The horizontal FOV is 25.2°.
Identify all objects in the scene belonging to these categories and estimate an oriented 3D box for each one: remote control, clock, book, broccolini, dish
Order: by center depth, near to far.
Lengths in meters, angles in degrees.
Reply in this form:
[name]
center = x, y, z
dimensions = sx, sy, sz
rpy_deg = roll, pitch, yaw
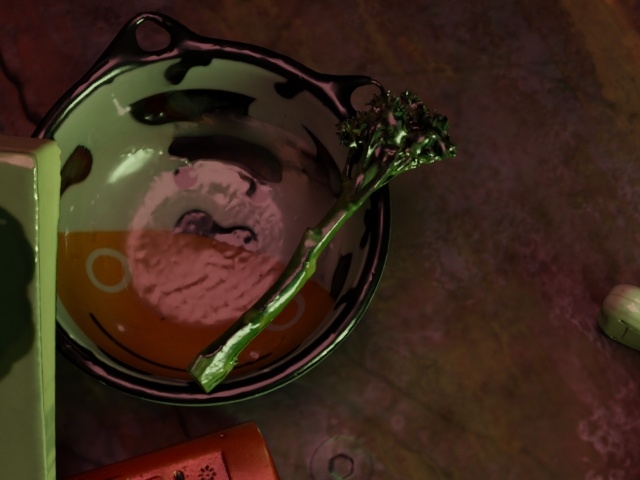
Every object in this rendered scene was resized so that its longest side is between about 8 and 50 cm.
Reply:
[book]
center = -0.301, 0.094, 0.956
dimensions = 0.260, 0.043, 0.371
rpy_deg = 6, 116, 6
[broccolini]
center = -0.004, -0.006, 0.972
dimensions = 0.254, 0.057, 0.071
rpy_deg = -49, 35, -17
[clock]
center = -0.101, 0.199, 1.024
dimensions = 0.155, 0.061, 0.113
rpy_deg = -17, 70, -5
[remote control]
center = 0.260, 0.072, 1.038
dimensions = 0.122, 0.074, 0.032
rpy_deg = 28, 77, 11
[dish]
center = -0.085, -0.006, 1.061
dimensions = 0.303, 0.120, 0.303
rpy_deg = 0, 70, 0
